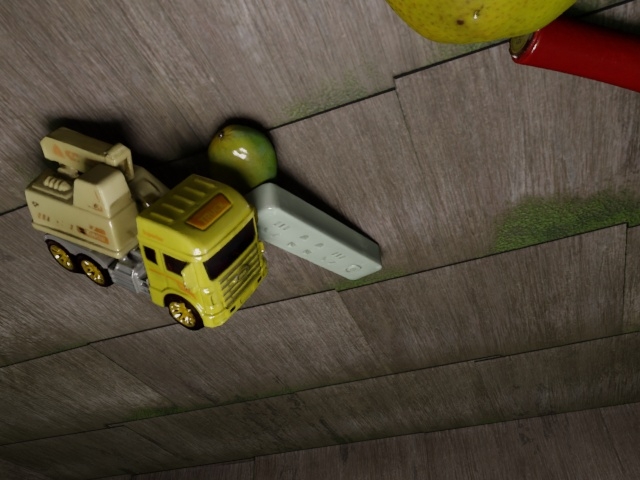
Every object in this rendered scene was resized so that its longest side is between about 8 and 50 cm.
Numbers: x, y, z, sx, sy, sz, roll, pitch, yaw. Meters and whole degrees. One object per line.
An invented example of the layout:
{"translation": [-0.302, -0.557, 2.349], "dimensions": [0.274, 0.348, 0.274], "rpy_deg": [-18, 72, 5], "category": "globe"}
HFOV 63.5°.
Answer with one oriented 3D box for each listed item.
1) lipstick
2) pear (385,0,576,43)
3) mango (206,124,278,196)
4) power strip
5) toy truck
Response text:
{"translation": [0.395, -0.269, 0.742], "dimensions": [0.241, 0.080, 0.080], "rpy_deg": [9, 138, -12], "category": "lipstick"}
{"translation": [0.171, -0.344, 0.510], "dimensions": [0.293, 0.294, 0.294], "rpy_deg": [0, 139, 0], "category": "pear"}
{"translation": [-0.134, -0.118, 0.904], "dimensions": [0.122, 0.086, 0.191], "rpy_deg": [-6, 140, -6], "category": "mango"}
{"translation": [0.000, 0.000, 1.007], "dimensions": [0.091, 0.063, 0.385], "rpy_deg": [-27, 145, 29], "category": "power strip"}
{"translation": [-0.292, -0.029, 0.847], "dimensions": [0.404, 0.181, 0.254], "rpy_deg": [20, 137, 21], "category": "toy truck"}
